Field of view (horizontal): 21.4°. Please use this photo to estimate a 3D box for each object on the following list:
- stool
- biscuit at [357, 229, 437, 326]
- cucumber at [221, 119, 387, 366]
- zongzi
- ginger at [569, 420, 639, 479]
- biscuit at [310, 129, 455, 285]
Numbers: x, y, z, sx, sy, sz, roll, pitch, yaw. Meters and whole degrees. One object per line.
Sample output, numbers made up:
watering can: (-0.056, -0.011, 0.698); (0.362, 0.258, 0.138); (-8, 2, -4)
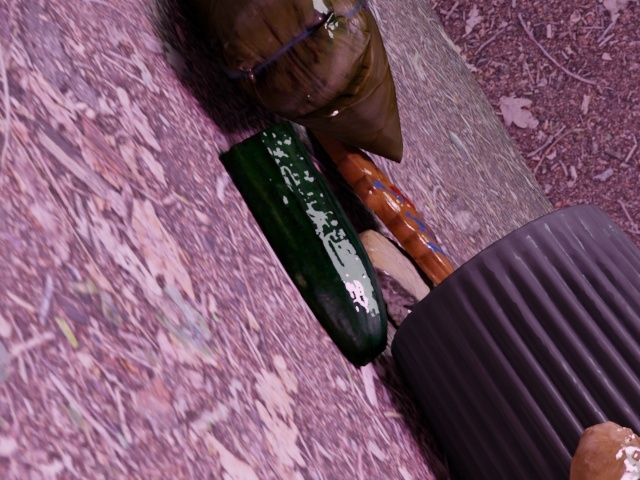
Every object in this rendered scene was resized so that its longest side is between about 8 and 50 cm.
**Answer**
stool: (0.253, 0.167, 1.578); (0.330, 0.297, 0.297); (55, 12, 18)
biscuit: (0.108, 0.070, 1.813); (0.188, 0.040, 0.265); (59, 13, 25)
cucumber: (0.000, 0.000, 1.540); (0.244, 0.063, 0.115); (60, 14, 12)
zongzi: (0.014, -0.152, 1.713); (0.360, 0.160, 0.323); (51, 8, -27)
ginger: (0.220, 0.296, 1.324); (0.148, 0.081, 0.334); (39, 52, -9)
biscuit: (0.071, -0.047, 1.892); (0.280, 0.043, 0.183); (56, 6, 28)
